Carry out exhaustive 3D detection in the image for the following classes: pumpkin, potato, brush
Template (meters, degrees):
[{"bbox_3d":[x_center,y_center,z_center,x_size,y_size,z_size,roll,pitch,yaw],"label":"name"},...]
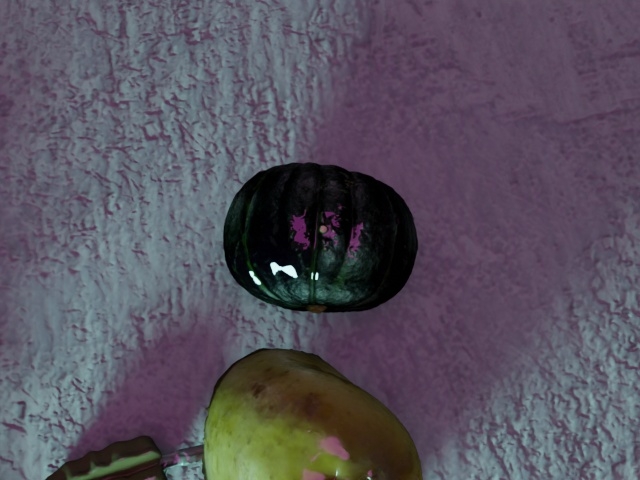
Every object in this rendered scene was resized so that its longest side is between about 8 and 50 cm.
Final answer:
[{"bbox_3d":[0.000,0.000,1.271,0.220,0.220,0.162,4,85,-3],"label":"pumpkin"},{"bbox_3d":[0.007,0.255,1.219,0.242,0.242,0.286,-5,87,-4],"label":"potato"},{"bbox_3d":[-0.163,0.247,1.304,0.300,0.084,0.071,-13,87,-11],"label":"brush"}]
